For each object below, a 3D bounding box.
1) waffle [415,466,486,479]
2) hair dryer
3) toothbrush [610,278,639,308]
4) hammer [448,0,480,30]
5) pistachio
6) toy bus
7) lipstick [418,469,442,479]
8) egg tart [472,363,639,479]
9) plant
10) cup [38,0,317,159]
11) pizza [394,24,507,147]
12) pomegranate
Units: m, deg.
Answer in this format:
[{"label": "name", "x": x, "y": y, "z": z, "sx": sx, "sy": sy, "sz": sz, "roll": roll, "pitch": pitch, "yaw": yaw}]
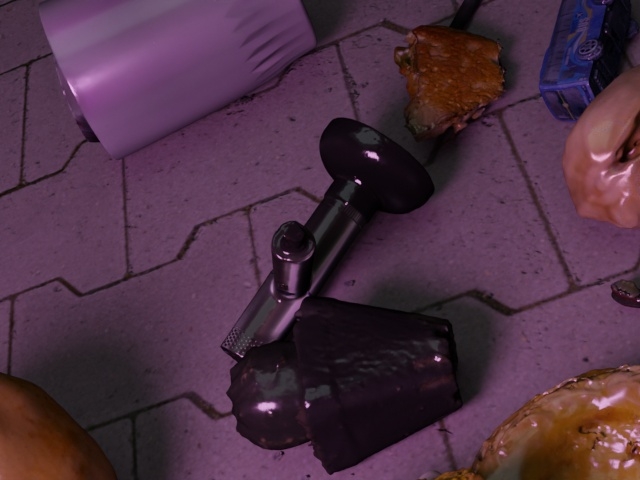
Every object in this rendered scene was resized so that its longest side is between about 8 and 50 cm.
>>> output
[{"label": "waffle", "x": 0.097, "y": 0.324, "z": 1.044, "sx": 0.057, "sy": 0.219, "sz": 0.229, "roll": -16, "pitch": -9, "yaw": -36}, {"label": "hair dryer", "x": 0.022, "y": -0.003, "z": 1.355, "sx": 0.320, "sy": 0.155, "sz": 0.284, "roll": -56, "pitch": 9, "yaw": -22}, {"label": "toothbrush", "x": 0.444, "y": 0.110, "z": 1.165, "sx": 0.364, "sy": 0.041, "sz": 0.041, "roll": 26, "pitch": 65, "yaw": 41}, {"label": "hammer", "x": 0.229, "y": -0.370, "z": 1.738, "sx": 0.103, "sy": 0.029, "sz": 0.246, "roll": 13, "pitch": 58, "yaw": 35}, {"label": "pistachio", "x": 0.370, "y": -0.113, "z": 1.347, "sx": 0.157, "sy": 0.157, "sz": 0.229, "roll": 20, "pitch": 55, "yaw": 39}, {"label": "toy bus", "x": 0.349, "y": -0.254, "z": 1.536, "sx": 0.094, "sy": 0.079, "sz": 0.237, "roll": -13, "pitch": 43, "yaw": 39}, {"label": "lipstick", "x": 0.138, "y": 0.247, "z": 1.044, "sx": 0.038, "sy": 0.038, "sz": 0.130, "roll": -45, "pitch": 38, "yaw": -17}, {"label": "egg tart", "x": 0.263, "y": 0.249, "z": 1.068, "sx": 0.288, "sy": 0.118, "sz": 0.288, "roll": -14, "pitch": 46, "yaw": 15}, {"label": "plant", "x": 0.023, "y": 0.150, "z": 1.270, "sx": 0.256, "sy": 0.142, "sz": 0.164, "roll": -14, "pitch": 46, "yaw": 10}, {"label": "cup", "x": -0.211, "y": -0.302, "z": 1.734, "sx": 0.371, "sy": 0.253, "sz": 0.253, "roll": -26, "pitch": 43, "yaw": 1}, {"label": "pizza", "x": 0.175, "y": -0.204, "z": 1.585, "sx": 0.147, "sy": 0.069, "sz": 0.226, "roll": -1, "pitch": 49, "yaw": -2}, {"label": "pomegranate", "x": -0.370, "y": 0.300, "z": 1.209, "sx": 0.332, "sy": 0.333, "sz": 0.333, "roll": -14, "pitch": 45, "yaw": 15}]
